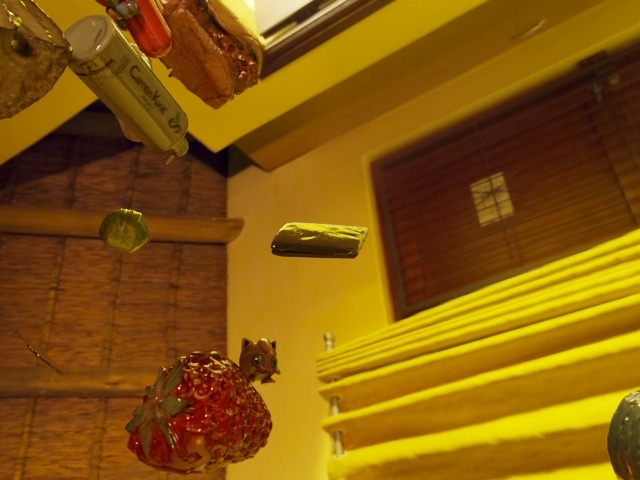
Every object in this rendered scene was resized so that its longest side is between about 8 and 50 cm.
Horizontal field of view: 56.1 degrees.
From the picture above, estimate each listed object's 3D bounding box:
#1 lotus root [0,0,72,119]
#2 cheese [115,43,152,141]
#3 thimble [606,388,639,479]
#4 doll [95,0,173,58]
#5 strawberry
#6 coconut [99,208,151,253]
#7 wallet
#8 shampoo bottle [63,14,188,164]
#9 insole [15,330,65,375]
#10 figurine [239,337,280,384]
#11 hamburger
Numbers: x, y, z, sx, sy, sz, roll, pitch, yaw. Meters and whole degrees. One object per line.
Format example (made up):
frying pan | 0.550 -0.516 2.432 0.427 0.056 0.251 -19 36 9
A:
lotus root | -0.447 -0.254 0.661 0.314 0.142 0.210 44 -157 11
cheese | -0.438 -0.343 1.414 0.214 0.117 0.225 -129 28 -57
thimble | 0.528 0.310 0.822 0.235 0.198 0.143 38 177 3
doll | -0.323 -0.434 0.964 0.161 0.130 0.290 -109 -6 -68
strawberry | -0.272 0.458 1.498 0.345 0.317 0.295 39 177 -27
coconut | -0.372 -0.017 1.152 0.096 0.088 0.087 19 -134 -19
wallet | 0.000 0.000 1.634 0.168 0.245 0.052 -58 -32 -58
shampoo bottle | -0.269 -0.210 0.892 0.262 0.085 0.085 55 -156 -58
insole | -0.436 0.173 0.930 0.086 0.253 0.005 46 -113 -19
figurine | -0.181 0.359 1.791 0.125 0.125 0.137 28 -123 -52
hamburger | -0.235 -0.405 1.243 0.245 0.282 0.155 24 -117 4
